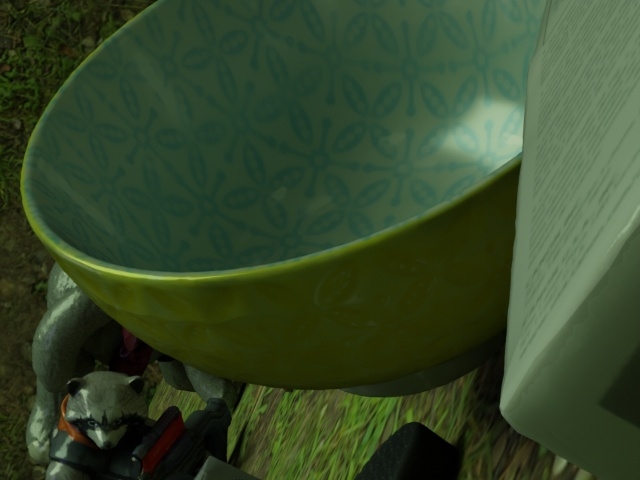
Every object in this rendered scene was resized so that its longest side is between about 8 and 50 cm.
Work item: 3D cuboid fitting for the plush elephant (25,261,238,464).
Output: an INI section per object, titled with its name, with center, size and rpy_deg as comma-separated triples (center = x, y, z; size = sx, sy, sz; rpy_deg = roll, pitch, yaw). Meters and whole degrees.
[plush elephant]
center = -0.163, 0.078, 1.902
size = 0.255, 0.272, 0.330
rpy_deg = 11, 110, 48

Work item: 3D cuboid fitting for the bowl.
[bowl]
center = 0.022, -0.020, 0.829
size = 0.289, 0.289, 0.156
rpy_deg = -71, -34, -47

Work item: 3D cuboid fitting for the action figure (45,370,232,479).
[action figure]
center = -0.216, 0.274, 1.604
size = 0.341, 0.178, 0.330
rpy_deg = -42, -37, -65

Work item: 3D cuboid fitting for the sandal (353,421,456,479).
[sandal]
center = 0.012, 0.187, 0.789
size = 0.097, 0.054, 0.254
rpy_deg = -45, 9, 51

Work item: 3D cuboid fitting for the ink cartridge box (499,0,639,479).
[ink cartridge box]
center = 0.172, -0.135, 0.545
size = 0.308, 0.091, 0.385
rpy_deg = -61, 5, 27

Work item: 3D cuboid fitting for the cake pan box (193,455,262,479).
[cake pan box]
center = -0.130, 0.324, 1.310
size = 0.246, 0.070, 0.267
rpy_deg = -57, 10, 41

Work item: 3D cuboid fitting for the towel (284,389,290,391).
[towel]
center = 0.000, 0.000, 1.646
size = 0.237, 0.037, 0.329
rpy_deg = -63, 6, 5
